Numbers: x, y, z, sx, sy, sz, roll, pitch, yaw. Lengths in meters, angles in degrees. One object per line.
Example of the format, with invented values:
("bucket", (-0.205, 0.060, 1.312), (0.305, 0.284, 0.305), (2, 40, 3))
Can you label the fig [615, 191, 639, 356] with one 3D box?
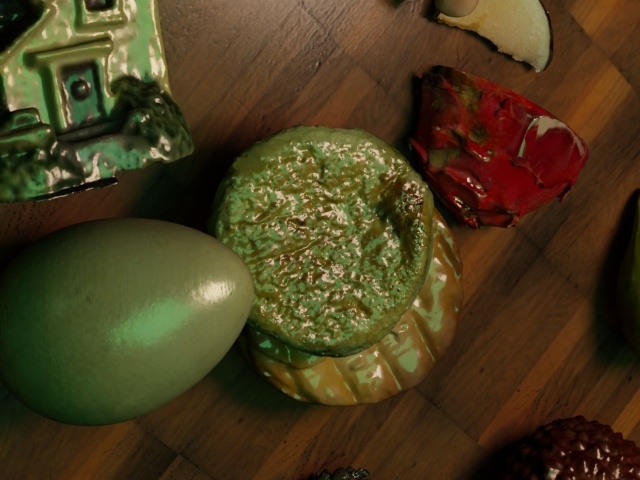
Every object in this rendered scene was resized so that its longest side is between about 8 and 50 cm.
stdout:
("fig", (0.485, 0.060, 1.979), (0.167, 0.167, 0.233), (-13, 116, -24))

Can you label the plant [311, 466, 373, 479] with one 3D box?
("plant", (0.020, 0.351, 1.839), (0.092, 0.094, 0.143), (12, 74, 6))

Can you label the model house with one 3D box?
("model house", (-0.298, -0.192, 1.443), (0.321, 0.261, 0.266), (-14, 107, -29))

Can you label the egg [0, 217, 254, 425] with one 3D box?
("egg", (-0.212, 0.081, 1.561), (0.295, 0.218, 0.218), (-16, 113, 6))

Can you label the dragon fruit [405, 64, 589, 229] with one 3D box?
("dragon fruit", (0.223, -0.110, 1.814), (0.262, 0.189, 0.163), (33, 56, -27))

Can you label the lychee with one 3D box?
("lychee", (0.347, 0.382, 1.932), (0.264, 0.264, 0.300), (6, 76, -29))

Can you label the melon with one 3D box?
("melon", (0.231, -0.283, 1.817), (0.182, 0.054, 0.098), (22, 98, -31))

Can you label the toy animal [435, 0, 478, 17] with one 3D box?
("toy animal", (0.209, -0.431, 1.659), (0.345, 0.277, 0.247), (-44, 139, 18))

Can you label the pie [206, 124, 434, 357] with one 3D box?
("pie", (0.000, 0.000, 1.662), (0.277, 0.078, 0.277), (-2, 97, -15))

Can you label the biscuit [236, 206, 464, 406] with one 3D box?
("biscuit", (0.028, 0.057, 1.768), (0.296, 0.102, 0.296), (-4, 102, -17))
